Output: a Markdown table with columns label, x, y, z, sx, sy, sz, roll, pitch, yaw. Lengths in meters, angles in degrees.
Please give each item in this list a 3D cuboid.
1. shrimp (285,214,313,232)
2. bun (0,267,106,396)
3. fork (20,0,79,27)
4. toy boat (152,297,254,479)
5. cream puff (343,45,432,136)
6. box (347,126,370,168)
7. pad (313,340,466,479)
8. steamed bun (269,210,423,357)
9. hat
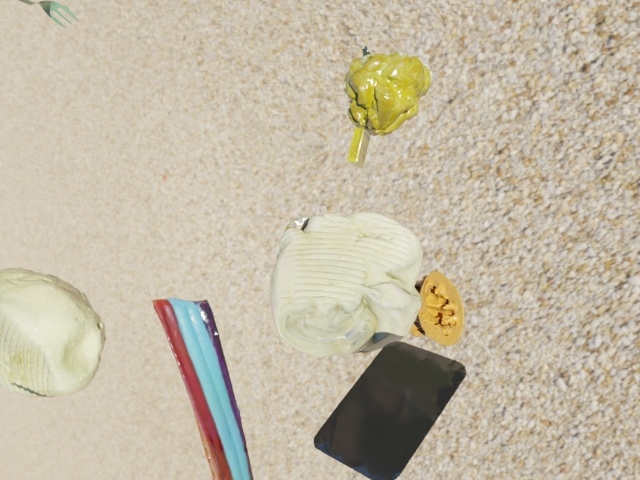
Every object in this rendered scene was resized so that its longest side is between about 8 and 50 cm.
| label | x | y | z | sx | sy | sz | roll | pitch | yaw |
| --- | --- | --- | --- | --- | --- | --- | --- | --- | --- |
| shrimp | 0.000 | 0.000 | 1.567 | 0.042 | 0.190 | 0.101 | -90 | 24 | -68 |
| bun | -0.682 | 0.208 | 1.472 | 0.352 | 0.227 | 0.349 | 27 | 129 | 1 |
| fork | -0.457 | -0.377 | 0.943 | 0.039 | 0.235 | 0.021 | -22 | 89 | 12 |
| toy boat | -0.168 | 0.263 | 0.927 | 0.136 | 0.079 | 0.392 | -156 | 53 | -67 |
| cream puff | 0.118 | -0.249 | 1.052 | 0.121 | 0.156 | 0.156 | 35 | 127 | 58 |
| box | 0.151 | -0.391 | 2.071 | 0.041 | 0.153 | 0.279 | 13 | 92 | 12 |
| pad | 0.122 | 0.286 | 1.060 | 0.181 | 0.267 | 0.004 | 14 | 138 | 41 |
| steamed bun | 0.065 | 0.114 | 1.397 | 0.247 | 0.339 | 0.352 | 80 | -170 | -50 |
| hat | 0.274 | 0.221 | 1.856 | 0.233 | 0.244 | 0.233 | -11 | 109 | 42 |
